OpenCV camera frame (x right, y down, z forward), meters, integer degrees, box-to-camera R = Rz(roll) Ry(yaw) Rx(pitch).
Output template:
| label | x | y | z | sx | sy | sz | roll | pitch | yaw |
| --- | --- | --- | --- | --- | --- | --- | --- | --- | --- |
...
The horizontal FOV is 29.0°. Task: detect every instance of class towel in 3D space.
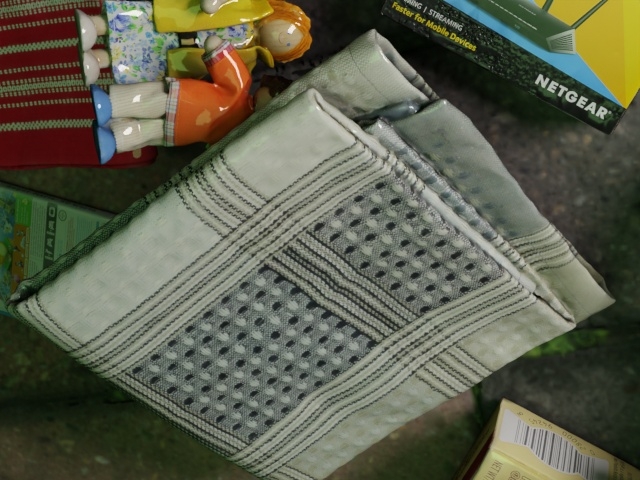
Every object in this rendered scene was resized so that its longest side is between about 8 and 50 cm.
| label | x | y | z | sx | sy | sz | roll | pitch | yaw |
| --- | --- | --- | --- | --- | --- | --- | --- | --- | --- |
| towel | -0.219 | -0.182 | 0.903 | 0.199 | 0.031 | 0.275 | 4 | 113 | 37 |
| towel | 0.005 | 0.044 | 0.861 | 0.324 | 0.056 | 0.312 | -35 | 126 | 19 |

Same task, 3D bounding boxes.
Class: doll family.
| label | x | y | z | sx | sy | sz | roll | pitch | yaw |
| --- | --- | --- | --- | --- | --- | --- | --- | --- | --- |
| doll family | -0.074 | -0.175 | 0.785 | 0.163 | 0.118 | 0.263 | -8 | 126 | -15 |

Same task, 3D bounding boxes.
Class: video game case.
| label | x | y | z | sx | sy | sz | roll | pitch | yaw |
| --- | --- | --- | --- | --- | --- | --- | --- | --- | --- |
| video game case | -0.249 | 0.013 | 1.044 | 0.166 | 0.015 | 0.119 | 15 | 117 | 10 |

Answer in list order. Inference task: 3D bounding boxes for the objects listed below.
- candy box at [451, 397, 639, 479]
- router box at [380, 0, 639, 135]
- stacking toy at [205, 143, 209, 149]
| label | x | y | z | sx | sy | sz | roll | pitch | yaw |
| --- | --- | --- | --- | --- | --- | --- | --- | --- | --- |
| candy box | 0.235 | 0.281 | 0.970 | 0.316 | 0.087 | 0.183 | 28 | 117 | 4 |
| router box | 0.148 | -0.171 | 0.825 | 0.179 | 0.046 | 0.133 | 28 | 117 | 4 |
| stacking toy | -0.077 | -0.184 | 0.891 | 0.167 | 0.052 | 0.221 | 39 | 120 | 0 |
